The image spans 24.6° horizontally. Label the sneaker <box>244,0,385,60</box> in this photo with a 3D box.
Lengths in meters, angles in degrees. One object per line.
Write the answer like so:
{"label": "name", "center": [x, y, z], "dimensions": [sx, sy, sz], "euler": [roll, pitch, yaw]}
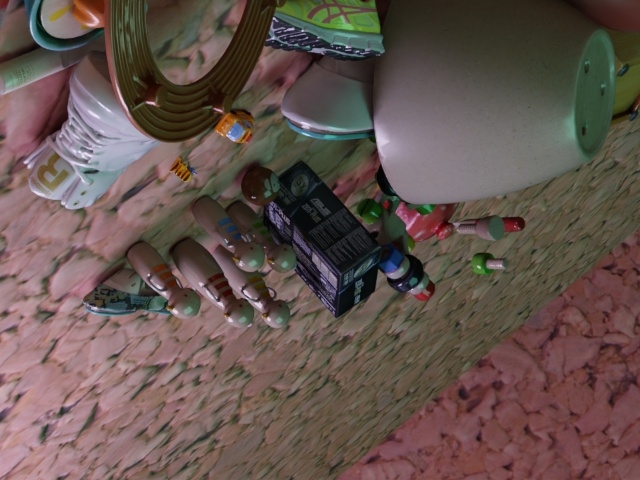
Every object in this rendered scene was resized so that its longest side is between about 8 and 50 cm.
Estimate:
{"label": "sneaker", "center": [-0.009, -0.274, 1.744], "dimensions": [0.081, 0.094, 0.208], "euler": [-3, 174, 44]}

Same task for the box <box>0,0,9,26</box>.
{"label": "box", "center": [-0.307, -0.258, 1.130], "dimensions": [0.128, 0.122, 0.257], "euler": [-21, 150, -44]}

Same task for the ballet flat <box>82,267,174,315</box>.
{"label": "ballet flat", "center": [-0.253, 0.066, 1.985], "dimensions": [0.070, 0.070, 0.188], "euler": [-49, 161, 16]}

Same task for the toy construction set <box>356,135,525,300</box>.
{"label": "toy construction set", "center": [0.133, -0.029, 2.306], "dimensions": [0.309, 0.237, 0.257], "euler": [12, 81, -40]}

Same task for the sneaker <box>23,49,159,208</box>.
{"label": "sneaker", "center": [-0.239, -0.101, 1.532], "dimensions": [0.169, 0.108, 0.292], "euler": [-43, 176, 2]}

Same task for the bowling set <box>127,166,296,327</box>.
{"label": "bowling set", "center": [-0.105, 0.013, 2.001], "dimensions": [0.200, 0.154, 0.287], "euler": [-51, 159, 21]}

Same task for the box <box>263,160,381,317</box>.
{"label": "box", "center": [0.000, 0.000, 2.133], "dimensions": [0.077, 0.180, 0.147], "euler": [-35, 157, -18]}

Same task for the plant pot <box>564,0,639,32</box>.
{"label": "plant pot", "center": [0.360, -0.420, 1.884], "dimensions": [0.243, 0.275, 0.275], "euler": [5, 129, -51]}

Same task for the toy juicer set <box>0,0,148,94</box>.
{"label": "toy juicer set", "center": [-0.250, -0.215, 1.372], "dimensions": [0.209, 0.089, 0.329], "euler": [-38, 160, -14]}

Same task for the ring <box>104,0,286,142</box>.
{"label": "ring", "center": [-0.105, -0.255, 1.426], "dimensions": [0.336, 0.032, 0.337], "euler": [-47, 146, -46]}

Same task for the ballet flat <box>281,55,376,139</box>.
{"label": "ballet flat", "center": [0.077, -0.221, 1.951], "dimensions": [0.139, 0.139, 0.400], "euler": [-54, 162, 26]}

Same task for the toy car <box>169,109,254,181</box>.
{"label": "toy car", "center": [-0.129, -0.115, 1.866], "dimensions": [0.122, 0.040, 0.060], "euler": [-46, 160, 7]}

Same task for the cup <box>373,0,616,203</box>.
{"label": "cup", "center": [0.245, -0.198, 1.903], "dimensions": [0.331, 0.237, 0.331], "euler": [-25, 119, -57]}

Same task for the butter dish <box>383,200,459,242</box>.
{"label": "butter dish", "center": [0.175, -0.050, 2.451], "dimensions": [0.160, 0.118, 0.160], "euler": [-14, 145, -54]}

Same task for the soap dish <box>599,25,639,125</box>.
{"label": "soap dish", "center": [0.502, -0.293, 2.576], "dimensions": [0.291, 0.118, 0.229], "euler": [-22, 151, -47]}
